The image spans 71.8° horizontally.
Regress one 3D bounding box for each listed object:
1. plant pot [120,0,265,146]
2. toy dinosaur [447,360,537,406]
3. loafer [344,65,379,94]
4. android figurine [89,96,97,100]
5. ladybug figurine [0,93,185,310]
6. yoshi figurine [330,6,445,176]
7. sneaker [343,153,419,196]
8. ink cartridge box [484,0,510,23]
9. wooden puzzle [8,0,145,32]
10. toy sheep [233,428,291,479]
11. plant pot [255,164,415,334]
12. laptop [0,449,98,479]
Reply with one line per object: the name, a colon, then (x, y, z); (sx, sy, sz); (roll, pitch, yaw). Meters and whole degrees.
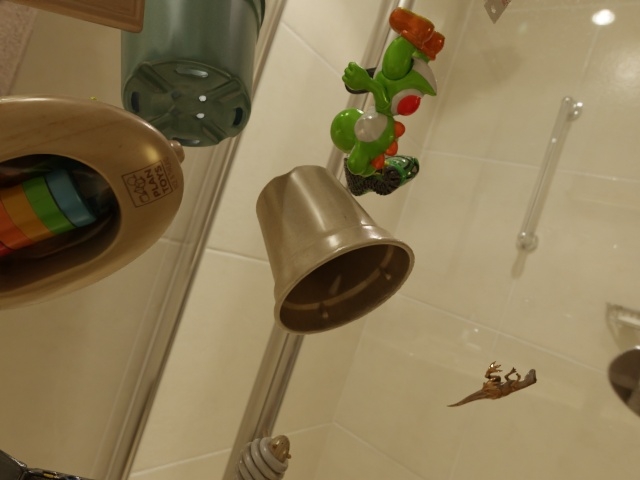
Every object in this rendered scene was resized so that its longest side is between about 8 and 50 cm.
plant pot: (-0.282, -0.410, 0.957); (0.341, 0.334, 0.341); (-5, -26, -2)
toy dinosaur: (0.374, 0.330, 0.967); (0.064, 0.211, 0.112); (-96, 162, -54)
loafer: (0.210, -0.501, 1.361); (0.267, 0.096, 0.084); (5, 26, 21)
android figurine: (-0.642, -0.258, 1.233); (0.248, 0.273, 0.056); (-11, -6, 38)
ladybug figurine: (-0.421, -0.064, 0.646); (0.449, 0.305, 0.162); (-21, 41, -16)
yoshi figurine: (0.129, -0.338, 1.043); (0.203, 0.362, 0.203); (21, 17, -14)
sneaker: (0.187, -0.216, 1.430); (0.146, 0.134, 0.343); (-21, 21, -22)
ink cartridge box: (0.473, -0.679, 1.151); (0.060, 0.180, 0.104); (44, 19, 32)
wooden puzzle: (-0.380, -0.464, 0.673); (0.221, 0.239, 0.044); (6, 40, -22)
toy sheep: (-0.102, 0.378, 0.742); (0.091, 0.132, 0.091); (43, 2, -2)
plant pot: (0.000, 0.000, 1.039); (0.334, 0.334, 0.305); (19, 35, -48)
laptop: (-0.407, 0.418, 0.498); (0.236, 0.382, 0.408); (3, -28, 49)
